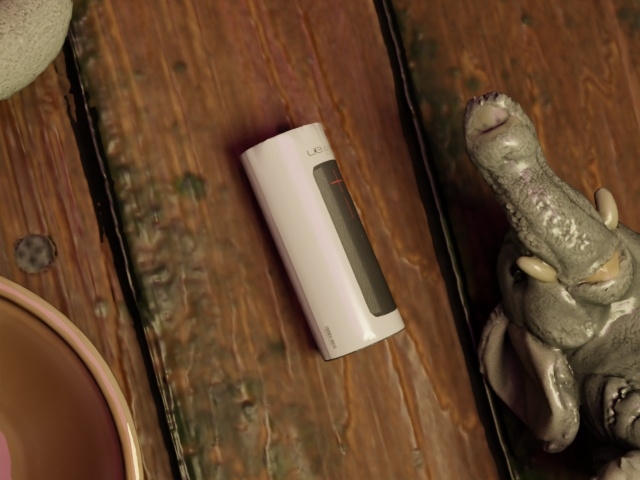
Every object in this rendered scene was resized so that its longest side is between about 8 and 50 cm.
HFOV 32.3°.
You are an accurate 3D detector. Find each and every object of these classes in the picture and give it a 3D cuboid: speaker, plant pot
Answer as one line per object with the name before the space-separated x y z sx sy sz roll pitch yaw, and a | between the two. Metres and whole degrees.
speaker | 0.000 0.000 0.662 0.055 0.055 0.136 -22 88 -12
plant pot | -0.213 0.131 0.583 0.237 0.110 0.237 1 83 -11

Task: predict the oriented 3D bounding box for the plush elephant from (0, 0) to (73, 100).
plush elephant | -0.262 -0.161 0.528 0.272 0.255 0.330 39 79 -4

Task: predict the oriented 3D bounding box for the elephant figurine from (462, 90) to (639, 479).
elephant figurine | 0.168 0.047 0.647 0.169 0.186 0.239 -15 57 -45
